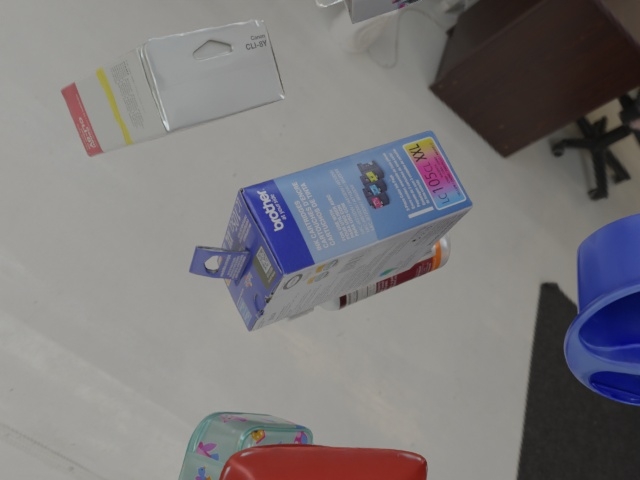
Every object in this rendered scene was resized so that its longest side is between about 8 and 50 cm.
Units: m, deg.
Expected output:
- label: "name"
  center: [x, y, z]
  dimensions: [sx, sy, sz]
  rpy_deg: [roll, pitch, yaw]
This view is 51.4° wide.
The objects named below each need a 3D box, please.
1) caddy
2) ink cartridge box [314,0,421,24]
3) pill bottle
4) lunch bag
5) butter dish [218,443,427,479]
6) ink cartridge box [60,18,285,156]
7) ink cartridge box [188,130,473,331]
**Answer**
- label: "caddy"
  center: [0.467, 0.093, 0.792]
  dimensions: [0.179, 0.342, 0.241]
  rpy_deg: [-77, 148, -47]
- label: "ink cartridge box"
  center: [0.068, -0.313, 0.734]
  dimensions: [0.181, 0.061, 0.104]
  rpy_deg: [-19, 81, -1]
- label: "pill bottle"
  center: [0.069, 0.025, 1.488]
  dimensions: [0.392, 0.224, 0.224]
  rpy_deg: [-21, 82, -12]
- label: "lunch bag"
  center: [-0.113, 0.391, 0.948]
  dimensions: [0.224, 0.108, 0.279]
  rpy_deg: [26, 75, -59]
- label: "butter dish"
  center: [-0.020, 0.214, 0.504]
  dimensions: [0.160, 0.118, 0.160]
  rpy_deg: [8, 96, -23]
- label: "ink cartridge box"
  center: [-0.299, -0.295, 1.322]
  dimensions: [0.279, 0.385, 0.160]
  rpy_deg: [-26, 106, -36]
- label: "ink cartridge box"
  center: [0.000, 0.000, 1.041]
  dimensions: [0.396, 0.270, 0.151]
  rpy_deg: [-21, 73, -24]
